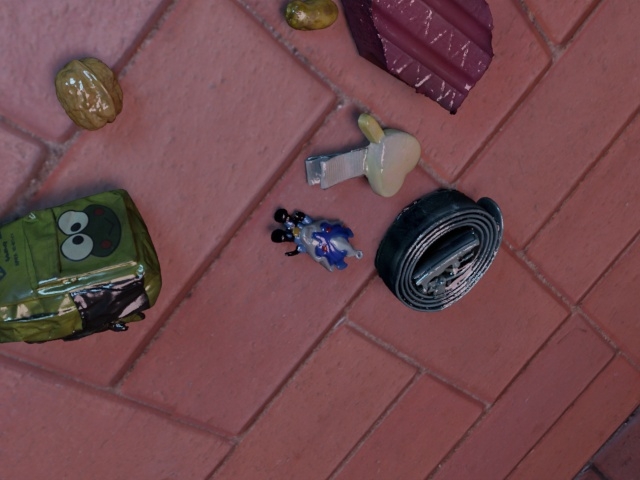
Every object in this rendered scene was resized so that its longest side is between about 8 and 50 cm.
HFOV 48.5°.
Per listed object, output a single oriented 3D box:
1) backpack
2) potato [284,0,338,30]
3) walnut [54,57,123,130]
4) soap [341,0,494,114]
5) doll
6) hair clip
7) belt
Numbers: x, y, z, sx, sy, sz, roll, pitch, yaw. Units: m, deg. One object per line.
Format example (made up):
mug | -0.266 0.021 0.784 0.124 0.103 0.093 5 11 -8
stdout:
backpack | -0.354 0.042 0.980 0.253 0.207 0.140 -17 139 -14
potato | -0.016 -0.332 1.048 0.092 0.046 0.045 -17 91 -33
walnut | -0.304 -0.195 0.936 0.079 0.082 0.096 -48 137 -35
soap | 0.148 -0.338 1.100 0.289 0.112 0.182 21 106 -39
doll | 0.000 0.000 1.256 0.195 0.070 0.096 20 76 -35
hair clip | 0.083 -0.146 1.218 0.218 0.071 0.159 -17 124 -28
belt | 0.238 0.016 1.377 0.267 0.116 0.206 -46 127 5
